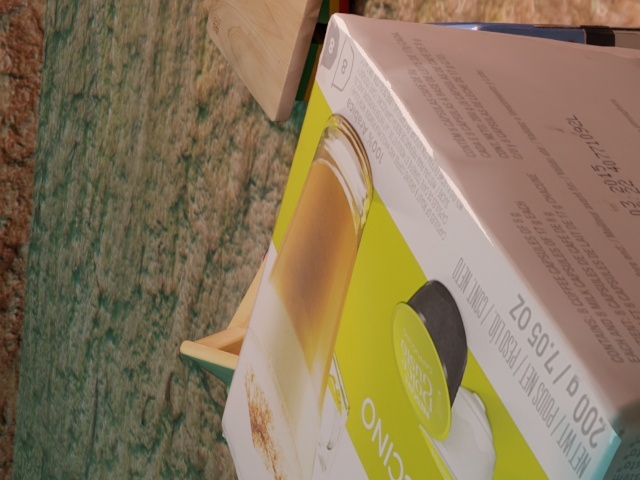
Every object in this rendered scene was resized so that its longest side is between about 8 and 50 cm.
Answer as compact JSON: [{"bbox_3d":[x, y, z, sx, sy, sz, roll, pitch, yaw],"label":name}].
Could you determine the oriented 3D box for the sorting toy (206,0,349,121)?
[{"bbox_3d":[-0.046,-0.336,1.594,0.257,0.089,0.256,55,138,43],"label":"sorting toy"}]

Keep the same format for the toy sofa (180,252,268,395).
[{"bbox_3d":[0.019,0.028,1.319,0.150,0.177,0.363,10,65,45],"label":"toy sofa"}]

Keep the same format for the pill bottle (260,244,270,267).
[{"bbox_3d":[0.000,0.000,1.533,0.180,0.107,0.108,-55,47,48],"label":"pill bottle"}]

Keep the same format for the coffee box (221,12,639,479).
[{"bbox_3d":[0.166,0.108,0.673,0.338,0.338,0.334,-115,35,-49],"label":"coffee box"}]

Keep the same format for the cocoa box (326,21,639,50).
[{"bbox_3d":[0.152,-0.031,1.121,0.231,0.227,0.347,13,105,55],"label":"cocoa box"}]
